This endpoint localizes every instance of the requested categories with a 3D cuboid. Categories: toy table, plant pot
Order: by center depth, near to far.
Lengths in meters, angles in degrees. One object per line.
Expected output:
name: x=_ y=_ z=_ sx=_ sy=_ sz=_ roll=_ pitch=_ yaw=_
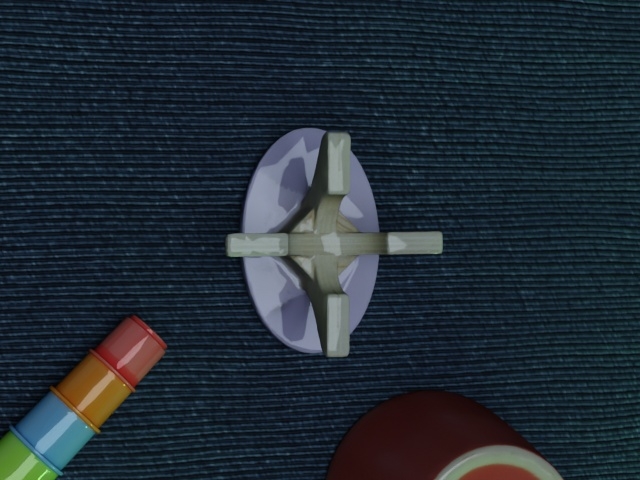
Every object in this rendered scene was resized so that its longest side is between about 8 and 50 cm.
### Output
plant pot: x=0.163 y=0.322 z=1.438 sx=0.275 sy=0.243 sz=0.275 roll=0 pitch=89 yaw=-15
toy table: x=0.000 y=0.000 z=1.449 sx=0.252 sy=0.161 sz=0.274 roll=-12 pitch=92 yaw=-14

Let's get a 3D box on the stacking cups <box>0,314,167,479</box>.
stacking cups: x=-0.300 y=0.223 z=1.406 sx=0.316 sy=0.096 sz=0.096 roll=-44 pitch=99 yaw=-15
